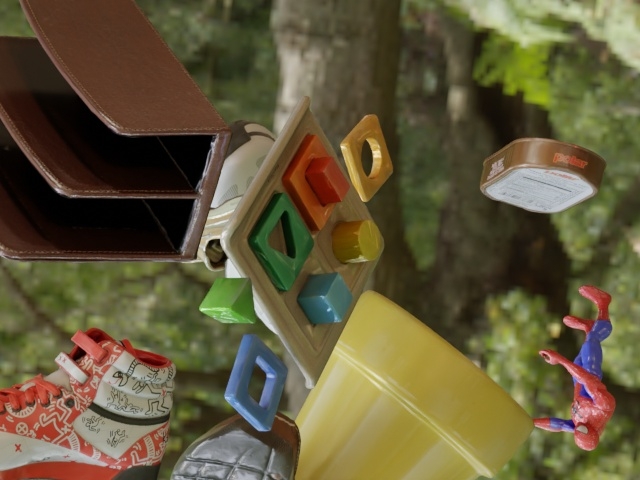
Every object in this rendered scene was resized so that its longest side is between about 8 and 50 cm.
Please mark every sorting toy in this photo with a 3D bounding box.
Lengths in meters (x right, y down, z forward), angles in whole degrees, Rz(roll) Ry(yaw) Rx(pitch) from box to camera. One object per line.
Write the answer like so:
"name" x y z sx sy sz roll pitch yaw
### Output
"sorting toy" 0.000 0.000 1.484 0.047 0.196 0.347 -2 -138 31

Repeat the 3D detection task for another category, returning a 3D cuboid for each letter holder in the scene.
"letter holder" -0.254 -0.123 1.673 0.214 0.152 0.302 -1 -145 -31

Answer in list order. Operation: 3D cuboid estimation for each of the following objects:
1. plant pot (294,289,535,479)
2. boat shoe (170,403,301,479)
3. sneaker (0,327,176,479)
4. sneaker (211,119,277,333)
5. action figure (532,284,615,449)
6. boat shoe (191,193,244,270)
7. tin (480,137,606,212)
"plant pot" 0.077 0.226 1.986 0.254 0.239 0.254 39 174 5
"boat shoe" -0.091 0.260 1.817 0.123 0.324 0.120 32 -130 3
"sneaker" -0.261 0.148 1.600 0.270 0.145 0.090 10 -170 -30
"sneaker" -0.021 0.030 2.250 0.257 0.169 0.447 41 167 27
"action figure" 0.320 0.169 2.282 0.139 0.091 0.280 14 -143 -6
"boat shoe" -0.126 0.002 2.021 0.068 0.072 0.190 24 151 -29
"tin" 0.241 -0.068 1.874 0.106 0.040 0.190 13 167 -11
